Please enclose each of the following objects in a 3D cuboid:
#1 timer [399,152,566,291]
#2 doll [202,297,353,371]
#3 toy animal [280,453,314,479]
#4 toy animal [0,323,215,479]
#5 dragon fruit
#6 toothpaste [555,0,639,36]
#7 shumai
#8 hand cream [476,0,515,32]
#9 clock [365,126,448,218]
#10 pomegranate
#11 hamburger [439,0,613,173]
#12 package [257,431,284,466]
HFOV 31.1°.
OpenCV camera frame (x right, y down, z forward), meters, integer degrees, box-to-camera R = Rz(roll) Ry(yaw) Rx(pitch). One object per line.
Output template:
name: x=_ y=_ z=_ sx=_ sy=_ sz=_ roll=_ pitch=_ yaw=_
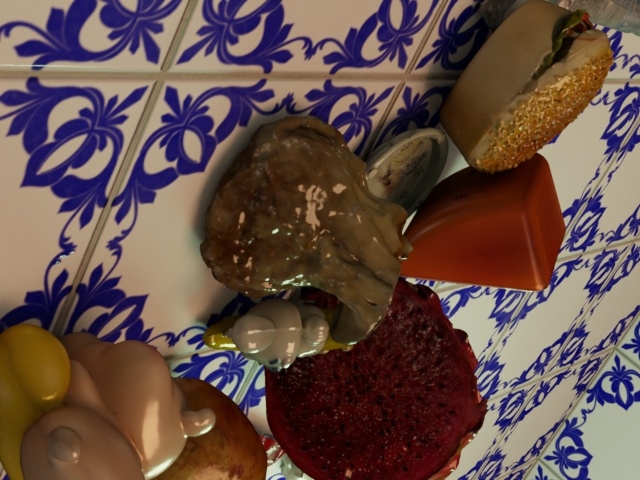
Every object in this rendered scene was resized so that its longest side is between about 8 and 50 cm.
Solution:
timer: x=0.255 y=-0.025 z=1.902 sx=0.257 sy=0.250 sz=0.161 roll=-54 pitch=131 yaw=-58
doll: x=-0.062 y=0.144 z=1.746 sx=0.237 sy=0.252 sz=0.111 roll=4 pitch=84 yaw=-25
toy animal: x=-0.037 y=0.466 z=2.337 sx=0.124 sy=0.071 sz=0.085 roll=-3 pitch=130 yaw=-54
toy animal: x=-0.265 y=0.212 z=1.422 sx=0.247 sy=0.345 sz=0.277 roll=-20 pitch=109 yaw=-26
dragon fruit: x=0.107 y=0.239 z=1.933 sx=0.249 sy=0.386 sz=0.371 roll=3 pitch=102 yaw=-70
toothpaste: x=0.497 y=-0.414 z=1.984 sx=0.299 sy=0.073 sz=0.114 roll=7 pitch=122 yaw=-50
shumai: x=0.000 y=0.000 z=1.575 sx=0.267 sy=0.262 sz=0.314 roll=-35 pitch=149 yaw=-26
hand cream: x=0.340 y=-0.424 z=1.750 sx=0.257 sy=0.050 sz=0.084 roll=-41 pitch=153 yaw=5
clock: x=0.106 y=-0.093 z=1.833 sx=0.236 sy=0.053 sz=0.236 roll=-34 pitch=151 yaw=-22
pomegranate: x=-0.213 y=0.332 z=1.737 sx=0.229 sy=0.270 sz=0.252 roll=-31 pitch=115 yaw=-21
hamburger: x=0.322 y=-0.233 z=1.792 sx=0.302 sy=0.170 sz=0.302 roll=-46 pitch=168 yaw=-13
package: x=-0.142 y=0.427 z=2.141 sx=0.194 sy=0.071 sz=0.269 roll=-29 pitch=154 yaw=-5
